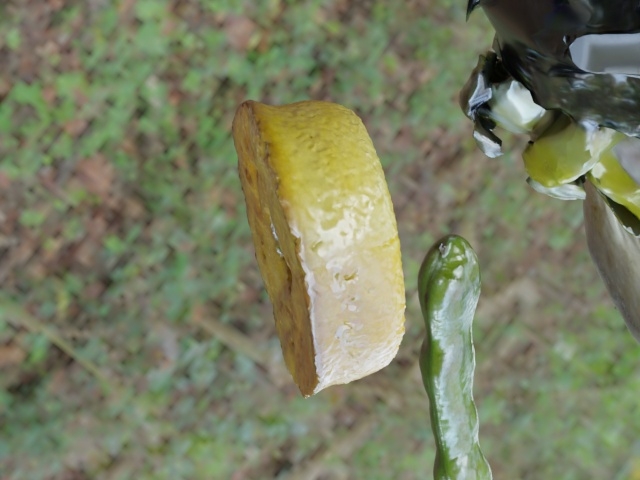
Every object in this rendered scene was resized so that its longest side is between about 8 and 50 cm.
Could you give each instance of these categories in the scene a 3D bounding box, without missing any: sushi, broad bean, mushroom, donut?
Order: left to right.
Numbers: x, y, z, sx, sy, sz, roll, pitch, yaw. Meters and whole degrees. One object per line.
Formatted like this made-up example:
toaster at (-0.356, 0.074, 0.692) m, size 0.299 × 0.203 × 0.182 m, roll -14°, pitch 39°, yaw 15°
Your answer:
donut at (0.000, 0.000, 0.947) m, size 0.058 × 0.152 × 0.152 m, roll -11°, pitch 155°, yaw -10°
broad bean at (0.101, 0.109, 1.414) m, size 0.052 × 0.053 × 0.256 m, roll -71°, pitch 155°, yaw -61°
mushroom at (0.325, 0.036, 1.761) m, size 0.095 × 0.351 × 0.123 m, roll 4°, pitch 143°, yaw -38°
sushi at (0.268, -0.163, 1.228) m, size 0.285 × 0.328 × 0.329 m, roll 87°, pitch 14°, yaw -63°
